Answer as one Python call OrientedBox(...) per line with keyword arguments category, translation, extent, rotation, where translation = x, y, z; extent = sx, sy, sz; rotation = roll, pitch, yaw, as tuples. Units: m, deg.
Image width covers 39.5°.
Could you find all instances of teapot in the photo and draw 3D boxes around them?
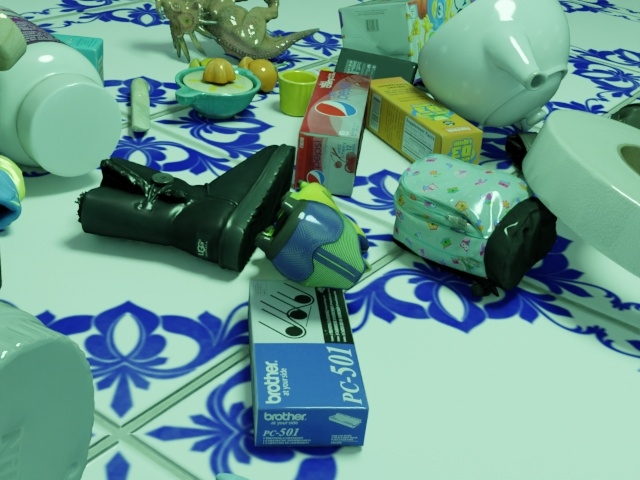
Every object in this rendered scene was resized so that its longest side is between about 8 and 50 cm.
OrientedBox(category="teapot", translation=(0.285, -0.258, 1.366), extent=(0.256, 0.252, 0.187), rotation=(-24, 80, -39))

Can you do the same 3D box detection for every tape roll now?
OrientedBox(category="tape roll", translation=(0.428, -0.032, 1.060), extent=(0.392, 0.072, 0.392), rotation=(21, 26, -10))

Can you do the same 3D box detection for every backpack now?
OrientedBox(category="backpack", translation=(0.174, -0.026, 1.058), extent=(0.182, 0.115, 0.152), rotation=(23, 35, 32))

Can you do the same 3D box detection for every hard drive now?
OrientedBox(category="hard drive", translation=(0.088, -0.269, 1.509), extent=(0.135, 0.094, 0.022), rotation=(15, -9, 15))

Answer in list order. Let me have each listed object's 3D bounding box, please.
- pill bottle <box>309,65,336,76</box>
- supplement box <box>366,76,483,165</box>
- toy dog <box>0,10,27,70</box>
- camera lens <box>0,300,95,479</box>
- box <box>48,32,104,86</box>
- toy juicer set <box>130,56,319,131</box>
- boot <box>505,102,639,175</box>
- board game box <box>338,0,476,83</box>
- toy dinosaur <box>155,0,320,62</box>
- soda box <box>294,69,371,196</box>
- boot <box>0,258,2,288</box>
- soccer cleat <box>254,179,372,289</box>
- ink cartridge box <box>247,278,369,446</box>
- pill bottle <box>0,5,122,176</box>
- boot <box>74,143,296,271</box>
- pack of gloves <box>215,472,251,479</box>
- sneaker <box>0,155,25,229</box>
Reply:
OrientedBox(category="pill bottle", translation=(0.016, -0.281, 1.557), extent=(0.083, 0.043, 0.043), rotation=(-19, 38, -39))
OrientedBox(category="supplement box", translation=(0.149, -0.174, 1.359), extent=(0.078, 0.080, 0.233), rotation=(-11, 35, -26))
OrientedBox(category="toy dog", translation=(-0.509, -0.225, 1.053), extent=(0.334, 0.161, 0.220), rotation=(-12, 38, 31))
OrientedBox(category="camera lens", translation=(-0.318, 0.119, 0.578), extent=(0.274, 0.219, 0.219), rotation=(15, 30, 14))
OrientedBox(category="box", translation=(-0.461, -0.267, 1.370), extent=(0.244, 0.100, 0.060), rotation=(4, 28, -4))
OrientedBox(category="toy juicer set", translation=(-0.182, -0.260, 1.430), extent=(0.329, 0.089, 0.209), rotation=(-12, 34, -30))
OrientedBox(category="boot", translation=(0.400, -0.153, 1.371), extent=(0.229, 0.091, 0.263), rotation=(0, 21, 4))
OrientedBox(category="board game box", translation=(0.175, -0.382, 1.643), extent=(0.144, 0.142, 0.275), rotation=(7, 24, 37))
OrientedBox(category="toy dinosaur", translation=(-0.163, -0.386, 1.641), extent=(0.296, 0.127, 0.200), rotation=(23, 38, 4))
OrientedBox(category="soda box", translation=(0.021, -0.163, 1.295), extent=(0.083, 0.092, 0.263), rotation=(7, 29, 3))
OrientedBox(category="boot", translation=(-0.390, 0.037, 0.847), extent=(0.161, 0.083, 0.246), rotation=(-4, 36, -17))
OrientedBox(category="soccer cleat", translation=(-0.001, 0.001, 0.970), extent=(0.121, 0.093, 0.289), rotation=(34, 7, -3))
OrientedBox(category="ink cartridge box", translation=(-0.017, 0.109, 0.842), extent=(0.097, 0.046, 0.207), rotation=(1, 29, -8))
OrientedBox(category="pill bottle", translation=(-0.393, -0.198, 1.189), extent=(0.169, 0.169, 0.301), rotation=(-17, 36, -37))
OrientedBox(category="boot", translation=(-0.155, -0.067, 1.078), extent=(0.207, 0.094, 0.246), rotation=(16, 36, 9))
OrientedBox(category="pack of gloves", translation=(-0.033, 0.237, 0.609), extent=(0.232, 0.046, 0.195), rotation=(16, 31, 15))
OrientedBox(category="sneaker", translation=(-0.446, -0.048, 0.987), extent=(0.240, 0.091, 0.126), rotation=(-9, 33, -27))
